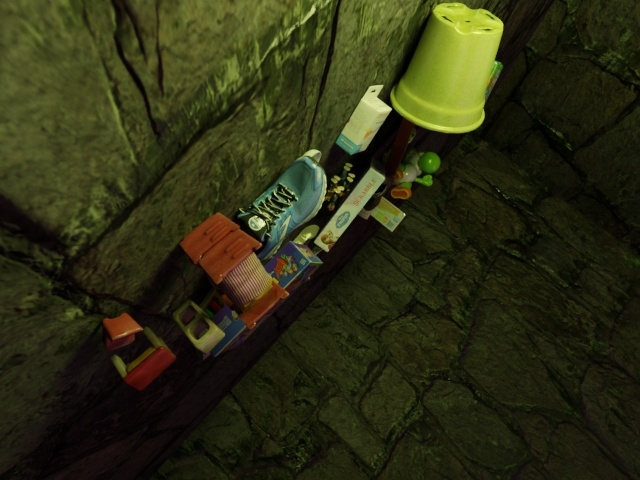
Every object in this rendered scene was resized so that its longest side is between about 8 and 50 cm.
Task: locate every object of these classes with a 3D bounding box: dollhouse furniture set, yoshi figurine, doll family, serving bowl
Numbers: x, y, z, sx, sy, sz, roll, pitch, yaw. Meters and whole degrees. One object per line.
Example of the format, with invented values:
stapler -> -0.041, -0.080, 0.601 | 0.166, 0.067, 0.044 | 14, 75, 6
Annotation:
dollhouse furniture set -> -0.268, 0.147, 0.933 | 0.374, 0.152, 0.201 | -43, 143, -15
yoshi figurine -> 0.479, -0.355, 2.272 | 0.362, 0.203, 0.203 | -44, 162, -42
doll family -> 0.057, -0.173, 1.505 | 0.193, 0.076, 0.111 | -44, 164, -40
serving bowl -> -0.035, -0.198, 1.151 | 0.083, 0.027, 0.083 | -46, 170, -11

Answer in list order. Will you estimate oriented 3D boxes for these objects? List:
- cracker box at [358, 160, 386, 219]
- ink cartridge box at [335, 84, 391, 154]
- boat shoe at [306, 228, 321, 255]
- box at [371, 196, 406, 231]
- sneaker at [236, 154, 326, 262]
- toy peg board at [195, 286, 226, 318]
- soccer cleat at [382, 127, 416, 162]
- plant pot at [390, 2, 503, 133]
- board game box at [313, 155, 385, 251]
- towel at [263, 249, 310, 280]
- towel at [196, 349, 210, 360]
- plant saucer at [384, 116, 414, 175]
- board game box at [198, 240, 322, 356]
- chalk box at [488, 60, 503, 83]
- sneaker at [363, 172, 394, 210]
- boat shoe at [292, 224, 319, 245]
cracker box -> 0.232, -0.216, 1.923 | 0.232, 0.067, 0.155 | -61, 179, 22
ink cartridge box -> 0.128, -0.331, 1.254 | 0.104, 0.062, 0.181 | -34, 161, -55
boat shoe -> -0.001, 0.000, 1.860 | 0.223, 0.080, 0.073 | -42, 173, -13
box -> 0.325, -0.148, 2.330 | 0.114, 0.203, 0.103 | -52, 170, 8
sneaker -> -0.108, -0.057, 1.083 | 0.330, 0.130, 0.147 | -52, 172, 19
toy peg board -> -0.271, 0.171, 1.370 | 0.160, 0.079, 0.161 | -52, 169, 19
soccer cleat -> 0.318, -0.391, 1.858 | 0.179, 0.060, 0.072 | -45, -179, 17
plant pot -> 0.349, -0.471, 1.217 | 0.276, 0.276, 0.253 | -41, 155, -36
board game box -> 0.110, -0.141, 1.637 | 0.318, 0.066, 0.318 | -52, -175, 17
towel -> -0.160, 0.164, 1.684 | 0.235, 0.121, 0.283 | -48, 170, -2
towel -> -0.361, 0.322, 1.624 | 0.187, 0.049, 0.282 | -42, 168, -29
plant saucer -> 0.295, -0.376, 1.630 | 0.259, 0.048, 0.258 | 97, 13, -73
board game box -> -0.156, 0.154, 1.258 | 0.347, 0.078, 0.233 | -45, 172, 4
chalk box -> 0.506, -0.565, 1.579 | 0.179, 0.180, 0.288 | -31, 146, -59
sneaker -> 0.200, -0.175, 1.687 | 0.071, 0.066, 0.188 | -35, 163, -48
boat shoe -> -0.059, -0.010, 1.685 | 0.133, 0.049, 0.042 | -42, 173, -22
